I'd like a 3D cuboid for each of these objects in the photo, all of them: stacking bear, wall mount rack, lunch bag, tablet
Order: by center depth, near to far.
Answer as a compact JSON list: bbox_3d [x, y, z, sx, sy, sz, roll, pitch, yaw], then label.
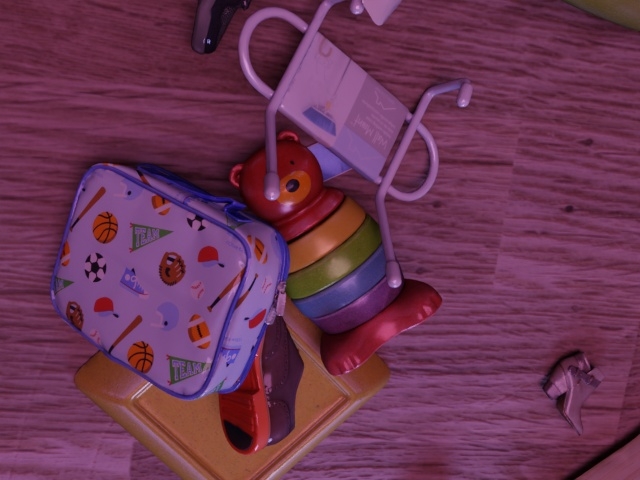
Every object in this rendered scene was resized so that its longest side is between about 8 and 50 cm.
[{"bbox_3d":[-0.182,0.040,1.198,0.303,0.115,0.243,26,102,27],"label":"lunch bag"},{"bbox_3d":[0.042,-0.126,1.201,0.350,0.130,0.304,35,70,-30],"label":"wall mount rack"},{"bbox_3d":[0.000,0.000,1.279,0.175,0.164,0.289,-34,103,-3],"label":"stacking bear"},{"bbox_3d":[0.002,-0.107,1.325,0.083,0.006,0.054,-25,110,-4],"label":"tablet"}]

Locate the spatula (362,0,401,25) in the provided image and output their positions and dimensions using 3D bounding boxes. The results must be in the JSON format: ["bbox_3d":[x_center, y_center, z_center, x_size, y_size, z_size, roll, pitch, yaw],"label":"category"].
[{"bbox_3d":[0.089,-0.389,1.170,0.168,0.019,0.242,54,53,-31],"label":"spatula"}]

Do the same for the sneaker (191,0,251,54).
[{"bbox_3d":[-0.075,-0.321,1.199,0.130,0.087,0.228,23,96,-11],"label":"sneaker"}]

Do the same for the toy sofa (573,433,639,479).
[{"bbox_3d":[0.482,0.442,1.538,0.362,0.177,0.150,-36,135,1],"label":"toy sofa"}]

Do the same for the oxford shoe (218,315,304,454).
[{"bbox_3d":[-0.077,0.134,1.273,0.098,0.096,0.272,-9,105,-44],"label":"oxford shoe"}]

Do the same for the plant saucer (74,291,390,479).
[{"bbox_3d":[-0.111,0.204,1.363,0.332,0.081,0.333,-42,110,3],"label":"plant saucer"}]

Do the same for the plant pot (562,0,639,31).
[{"bbox_3d":[0.398,-0.373,1.203,0.293,0.275,0.275,28,100,-33],"label":"plant pot"}]

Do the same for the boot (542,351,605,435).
[{"bbox_3d":[0.394,0.230,1.492,0.087,0.042,0.118,-38,111,0],"label":"boot"}]
